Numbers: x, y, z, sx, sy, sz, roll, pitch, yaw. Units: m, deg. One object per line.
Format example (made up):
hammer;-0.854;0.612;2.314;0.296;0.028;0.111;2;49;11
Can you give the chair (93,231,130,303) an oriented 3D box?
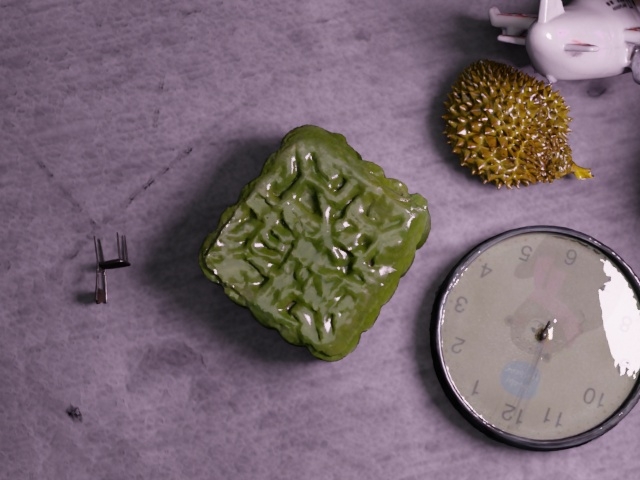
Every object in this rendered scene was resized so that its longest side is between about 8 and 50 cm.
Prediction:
chair;-0.256;0.034;1.861;0.042;0.037;0.086;-4;80;11

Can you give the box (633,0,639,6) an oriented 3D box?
box;0.405;-0.396;1.886;0.141;0.058;0.201;10;84;2

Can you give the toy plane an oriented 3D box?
toy plane;0.313;-0.244;1.791;0.252;0.252;0.118;6;101;1

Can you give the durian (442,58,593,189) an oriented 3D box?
durian;0.243;-0.129;1.843;0.208;0.102;0.146;36;80;0

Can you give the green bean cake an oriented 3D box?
green bean cake;0.000;0.000;1.817;0.222;0.125;0.248;35;86;4

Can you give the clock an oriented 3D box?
clock;0.270;0.118;1.838;0.280;0.055;0.281;0;84;0
